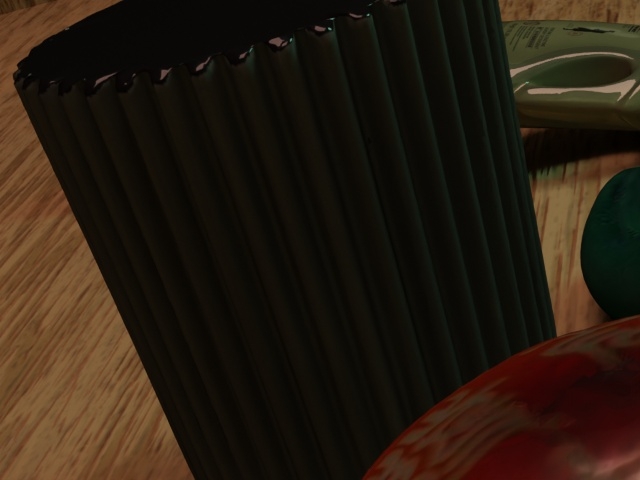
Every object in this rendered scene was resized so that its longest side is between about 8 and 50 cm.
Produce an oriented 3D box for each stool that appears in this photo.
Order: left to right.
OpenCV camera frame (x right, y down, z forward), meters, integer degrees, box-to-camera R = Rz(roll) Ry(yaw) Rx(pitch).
[{"bbox_3d":[0.000,0.000,1.124,0.297,0.330,0.297,-15,20,6],"label":"stool"}]

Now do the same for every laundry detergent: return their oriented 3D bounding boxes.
[{"bbox_3d":[0.263,-0.146,1.626,0.253,0.091,0.181,5,21,21],"label":"laundry detergent"}]

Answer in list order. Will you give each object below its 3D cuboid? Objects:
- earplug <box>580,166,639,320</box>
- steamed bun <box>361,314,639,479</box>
[{"bbox_3d":[0.321,-0.011,1.215,0.280,0.164,0.257,-4,-16,5],"label":"earplug"},{"bbox_3d":[0.151,0.159,0.701,0.374,0.241,0.374,-14,22,6],"label":"steamed bun"}]
